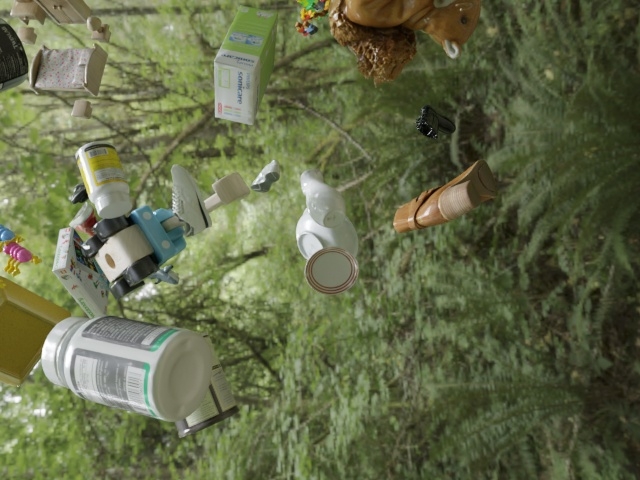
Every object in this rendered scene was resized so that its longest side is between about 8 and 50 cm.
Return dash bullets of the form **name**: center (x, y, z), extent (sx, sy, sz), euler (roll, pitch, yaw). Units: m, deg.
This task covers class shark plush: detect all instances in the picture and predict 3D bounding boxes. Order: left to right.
- **shark plush**: center (-0.608, 0.134, 2.336), extent (0.073, 0.161, 0.067), euler (99, 175, -58)

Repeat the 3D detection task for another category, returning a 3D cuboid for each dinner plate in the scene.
- **dinner plate**: center (0.029, 0.077, 1.620), extent (0.017, 0.141, 0.141), euler (-97, 4, -67)

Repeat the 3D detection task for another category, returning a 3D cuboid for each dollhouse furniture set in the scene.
- **dollhouse furniture set**: center (-0.775, -0.535, 1.726), extent (0.174, 0.304, 0.355), euler (55, -140, -71)

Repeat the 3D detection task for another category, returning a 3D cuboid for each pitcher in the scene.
- **pitcher**: center (0.006, -0.119, 2.124), extent (0.177, 0.126, 0.207), euler (87, 159, -44)

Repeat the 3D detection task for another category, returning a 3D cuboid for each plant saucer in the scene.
- **plant saucer**: center (-1.096, 0.340, 2.203), extent (0.081, 0.332, 0.333), euler (22, 165, 46)

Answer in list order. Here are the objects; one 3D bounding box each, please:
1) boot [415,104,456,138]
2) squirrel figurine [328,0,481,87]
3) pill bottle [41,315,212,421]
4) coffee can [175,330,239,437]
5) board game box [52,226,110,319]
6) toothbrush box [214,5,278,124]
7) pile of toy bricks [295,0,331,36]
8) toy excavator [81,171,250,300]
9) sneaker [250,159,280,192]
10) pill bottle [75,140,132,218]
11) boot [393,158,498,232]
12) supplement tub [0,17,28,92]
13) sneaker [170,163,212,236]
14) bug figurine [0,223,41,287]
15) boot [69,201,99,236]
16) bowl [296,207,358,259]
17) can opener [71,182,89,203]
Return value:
- **boot**: center (0.309, -0.305, 1.670), extent (0.045, 0.121, 0.099), euler (-44, 18, 39)
- **squirrel figurine**: center (0.237, -0.637, 1.752), extent (0.397, 0.371, 0.281), euler (-47, 28, 40)
- **pill bottle**: center (-0.450, 0.282, 1.437), extent (0.204, 0.361, 0.204), euler (-21, -66, -60)
- **coffee can**: center (-0.400, 0.453, 1.977), extent (0.201, 0.202, 0.275), euler (104, 144, -80)
- **board game box**: center (-0.832, 0.124, 2.187), extent (0.305, 0.053, 0.192), euler (75, -178, -47)
- **toothbrush box**: center (-0.217, -0.516, 1.831), extent (0.206, 0.122, 0.283), euler (101, 180, -53)
- **pile of toy bricks**: center (-0.025, -0.719, 1.906), extent (0.212, 0.105, 0.118), euler (-8, 59, 54)
- **toy excavator**: center (-0.489, -0.046, 2.027), extent (0.222, 0.445, 0.433), euler (56, 139, -1)
- **sneaker**: center (-0.166, -0.197, 1.938), extent (0.152, 0.054, 0.061), euler (-32, 42, 49)
- **pill bottle**: center (-0.639, -0.178, 1.847), extent (0.119, 0.119, 0.208), euler (96, 152, -72)
- **boot**: center (0.323, -0.102, 1.589), extent (0.109, 0.220, 0.283), euler (59, -143, -11)
- **supplement tub**: center (-0.894, -0.417, 1.503), extent (0.316, 0.194, 0.193), euler (-45, -37, -44)
- **sneaker**: center (-0.414, -0.121, 1.913), extent (0.090, 0.095, 0.235), euler (31, 144, 56)
- **bug figurine**: center (-0.851, 0.042, 1.572), extent (0.279, 0.216, 0.072), euler (-45, -29, -48)
- **boot**: center (-0.816, -0.049, 2.285), extent (0.088, 0.176, 0.244), euler (-60, 19, -21)
- **bowl**: center (0.000, 0.000, 2.564), extent (0.134, 0.298, 0.297), euler (-35, -45, -40)
- **can opener**: center (-0.713, -0.182, 1.972), extent (0.059, 0.186, 0.073), euler (42, -167, -43)
